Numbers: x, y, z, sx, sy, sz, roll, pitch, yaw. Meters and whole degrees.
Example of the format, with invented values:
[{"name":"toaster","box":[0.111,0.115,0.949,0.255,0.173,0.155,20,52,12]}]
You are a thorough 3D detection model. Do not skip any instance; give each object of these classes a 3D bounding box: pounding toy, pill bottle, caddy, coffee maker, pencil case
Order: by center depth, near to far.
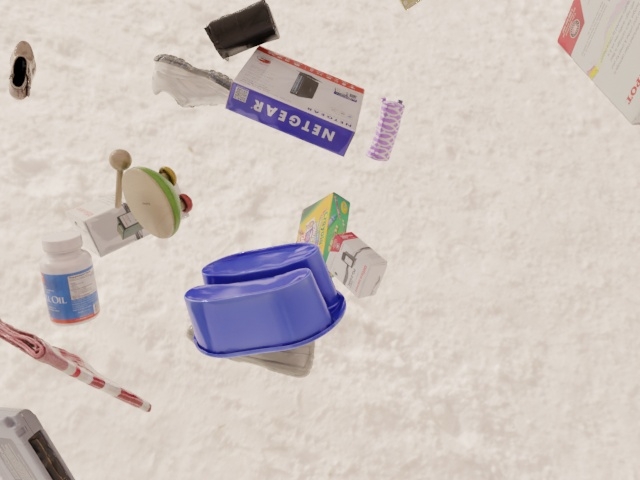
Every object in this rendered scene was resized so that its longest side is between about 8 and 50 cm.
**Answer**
[{"name":"caddy","box":[-0.118,0.139,1.235,0.341,0.179,0.241,-10,22,14]},{"name":"pounding toy","box":[-0.390,-0.119,1.394,0.237,0.183,0.110,31,46,25]},{"name":"pill bottle","box":[-0.632,0.093,1.459,0.124,0.221,0.124,-2,18,1]},{"name":"coffee maker","box":[-0.211,-0.582,1.619,0.178,0.120,0.171,-20,23,8]},{"name":"pencil case","box":[0.210,-0.364,1.914,0.088,0.206,0.086,27,25,29]}]

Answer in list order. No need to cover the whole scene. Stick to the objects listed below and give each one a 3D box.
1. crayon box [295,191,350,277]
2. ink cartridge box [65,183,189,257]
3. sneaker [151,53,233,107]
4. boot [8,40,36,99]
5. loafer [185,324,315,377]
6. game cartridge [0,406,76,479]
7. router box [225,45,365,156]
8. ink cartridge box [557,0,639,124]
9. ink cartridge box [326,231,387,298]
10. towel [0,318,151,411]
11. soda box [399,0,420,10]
[{"name":"crayon box","box":[0.000,0.000,1.879,0.081,0.165,0.278,30,53,-29]},{"name":"ink cartridge box","box":[-0.574,-0.078,1.730,0.289,0.211,0.121,-29,116,-28]},{"name":"sneaker","box":[-0.368,-0.459,1.766,0.297,0.129,0.111,19,28,-12]},{"name":"boot","box":[-0.505,-0.294,0.984,0.042,0.087,0.118,1,86,-25]},{"name":"loafer","box":[-0.169,0.250,1.436,0.319,0.112,0.111,17,72,-8]},{"name":"game cartridge","box":[-0.615,0.476,1.227,0.062,0.198,0.297,-42,118,-48]},{"name":"router box","box":[-0.056,-0.387,1.585,0.335,0.082,0.301,21,36,-6]},{"name":"ink cartridge box","box":[0.335,-0.219,0.598,0.072,0.127,0.175,-3,47,-11]},{"name":"ink cartridge box","box":[0.092,0.064,1.521,0.063,0.109,0.150,-8,37,-39]},{"name":"towel","box":[-0.501,0.241,1.153,0.237,0.329,0.037,18,67,31]},{"name":"soda box","box":[0.237,-0.563,1.212,0.061,0.181,0.058,51,18,-32]}]
